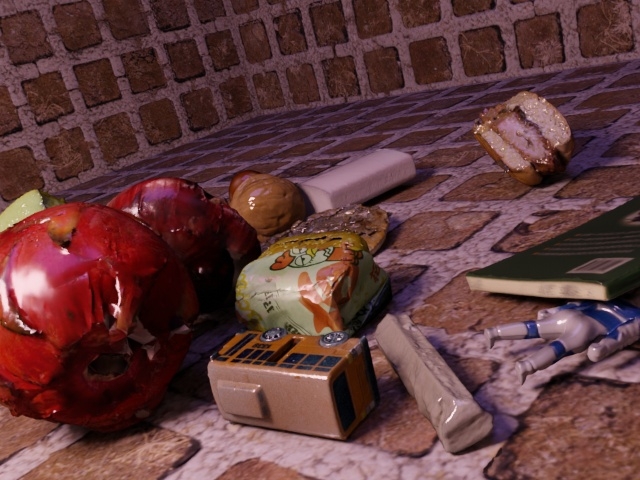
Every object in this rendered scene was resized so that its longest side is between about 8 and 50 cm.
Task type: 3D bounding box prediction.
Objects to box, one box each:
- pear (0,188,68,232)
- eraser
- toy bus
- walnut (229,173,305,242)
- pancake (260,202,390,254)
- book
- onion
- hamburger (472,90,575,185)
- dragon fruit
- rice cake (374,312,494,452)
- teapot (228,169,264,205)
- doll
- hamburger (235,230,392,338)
[{"bbox_3d":[-0.494,0.090,1.242,0.292,0.292,0.159,-10,-23,15],"label":"pear"},{"bbox_3d":[0.066,-0.128,1.608,0.270,0.095,0.174,-28,22,-35],"label":"eraser"},{"bbox_3d":[-0.037,0.160,0.797,0.182,0.091,0.103,-1,22,34],"label":"toy bus"},{"bbox_3d":[-0.114,-0.068,1.487,0.166,0.149,0.166,-11,-8,-2],"label":"walnut"},{"bbox_3d":[-0.001,-0.001,1.339,0.282,0.049,0.282,-14,18,5],"label":"pancake"},{"bbox_3d":[0.408,-0.001,0.920,0.371,0.043,0.260,-20,7,-21],"label":"book"},{"bbox_3d":[-0.220,-0.003,1.144,0.272,0.272,0.195,-10,47,16],"label":"onion"},{"bbox_3d":[0.417,-0.206,1.458,0.155,0.245,0.282,-37,58,11],"label":"hamburger"},{"bbox_3d":[-0.309,0.096,0.911,0.295,0.295,0.302,-21,35,-20],"label":"dragon fruit"},{"bbox_3d":[0.114,0.146,0.781,0.057,0.052,0.256,-44,18,3],"label":"rice cake"},{"bbox_3d":[-0.171,-0.108,1.749,0.173,0.116,0.116,-41,16,6],"label":"teapot"},{"bbox_3d":[0.304,0.094,0.776,0.227,0.057,0.114,-20,18,-6],"label":"doll"},{"bbox_3d":[-0.006,0.052,1.041,0.214,0.125,0.235,9,42,33],"label":"hamburger"}]
